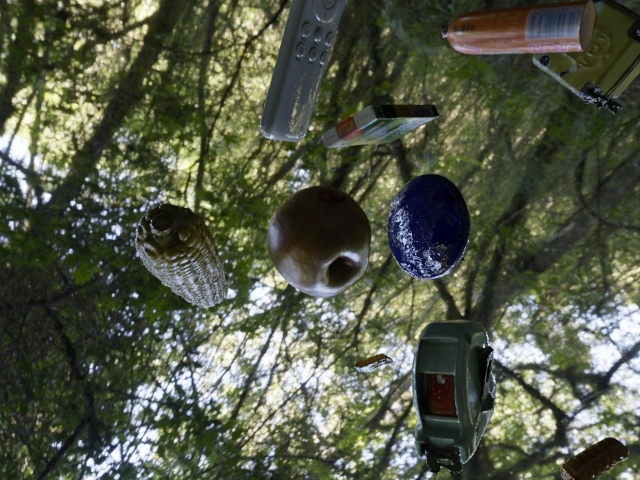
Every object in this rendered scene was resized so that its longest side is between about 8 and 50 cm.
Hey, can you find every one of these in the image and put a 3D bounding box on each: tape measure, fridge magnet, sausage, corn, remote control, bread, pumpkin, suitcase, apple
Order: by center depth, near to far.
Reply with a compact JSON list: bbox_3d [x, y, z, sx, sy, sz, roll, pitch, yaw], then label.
[{"bbox_3d":[-0.002,-0.224,0.536,0.029,0.260,0.067,28,-160,30],"label":"remote control"},{"bbox_3d":[-0.233,0.041,0.958,0.121,0.363,0.120,0,-113,1],"label":"corn"},{"bbox_3d":[0.519,0.418,1.023,0.157,0.044,0.052,-15,-151,-26],"label":"bread"},{"bbox_3d":[0.264,0.275,1.036,0.243,0.125,0.245,-15,-80,-61],"label":"tape measure"},{"bbox_3d":[0.000,0.000,1.073,0.211,0.211,0.188,-9,-137,-35],"label":"apple"},{"bbox_3d":[0.387,-0.430,1.111,0.312,0.092,0.093,14,-151,41],"label":"sausage"},{"bbox_3d":[0.613,-0.414,1.191,0.143,0.193,0.234,5,-140,-38],"label":"suitcase"},{"bbox_3d":[0.269,-0.034,1.349,0.113,0.265,0.265,0,-125,-35],"label":"fridge magnet"},{"bbox_3d":[0.135,0.301,1.354,0.073,0.101,0.035,31,-139,-57],"label":"pumpkin"}]

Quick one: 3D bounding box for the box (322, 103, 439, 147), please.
[{"bbox_3d":[0.125,-0.230,1.083,0.235,0.132,0.034,-16,-95,-49],"label":"box"}]
